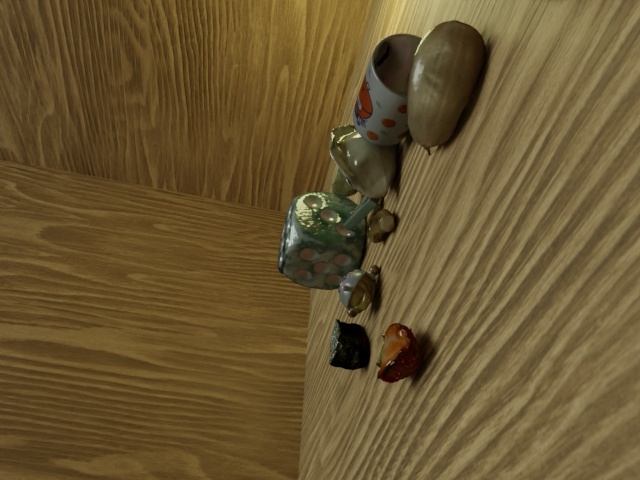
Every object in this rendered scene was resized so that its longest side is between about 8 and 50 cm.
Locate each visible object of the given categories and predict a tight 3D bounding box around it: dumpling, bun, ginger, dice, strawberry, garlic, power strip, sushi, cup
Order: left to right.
[{"bbox_3d":[0.000,0.000,1.934,0.330,0.349,0.327,105,170,-45],"label":"dice"},{"bbox_3d":[0.093,0.369,1.525,0.225,0.127,0.136,-109,30,-80],"label":"sushi"},{"bbox_3d":[0.150,-0.324,2.004,0.259,0.152,0.259,18,-90,-86],"label":"bun"},{"bbox_3d":[0.145,-0.297,1.536,0.181,0.260,0.340,140,149,-68],"label":"dumpling"},{"bbox_3d":[0.183,-0.137,1.728,0.216,0.061,0.145,-44,12,52],"label":"power strip"},{"bbox_3d":[0.205,-0.050,1.469,0.190,0.069,0.095,115,142,-62],"label":"ginger"},{"bbox_3d":[0.223,-0.437,1.337,0.317,0.213,0.212,115,165,-72],"label":"cup"},{"bbox_3d":[0.191,0.265,1.022,0.140,0.085,0.192,-76,6,-56],"label":"strawberry"},{"bbox_3d":[0.295,-0.339,1.040,0.196,0.151,0.338,-42,-36,-53],"label":"garlic"}]

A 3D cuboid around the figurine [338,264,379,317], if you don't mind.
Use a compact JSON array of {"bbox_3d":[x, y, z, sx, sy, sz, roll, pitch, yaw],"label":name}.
[{"bbox_3d":[0.135,0.155,1.541,0.193,0.133,0.274,-63,0,28],"label":"figurine"}]
